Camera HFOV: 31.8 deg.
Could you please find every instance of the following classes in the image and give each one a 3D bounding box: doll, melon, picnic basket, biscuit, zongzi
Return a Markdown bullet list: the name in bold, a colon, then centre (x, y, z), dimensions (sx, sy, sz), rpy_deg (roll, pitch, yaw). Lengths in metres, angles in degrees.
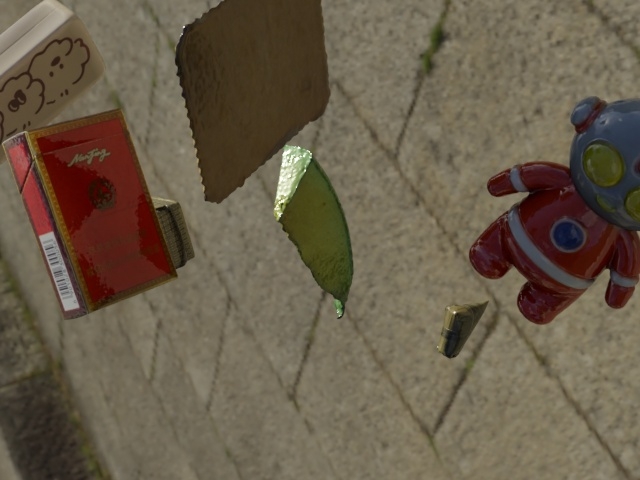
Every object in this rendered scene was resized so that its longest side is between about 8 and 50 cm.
- **doll**: centre (0.290, -0.038, 1.160), dimensions (0.200, 0.105, 0.336), rpy_deg (45, 133, 4)
- **melon**: centre (0.000, 0.001, 1.491), dimensions (0.053, 0.114, 0.262), rpy_deg (3, 131, 32)
- **picnic basket**: centre (-0.297, -0.010, 1.888), dimensions (0.164, 0.079, 0.115), rpy_deg (9, 122, 46)
- **biscuit**: centre (-0.066, -0.182, 1.234), dimensions (0.013, 0.232, 0.237), rpy_deg (26, 143, 29)
- **zongzi**: centre (0.202, 0.123, 1.580), dimensions (0.040, 0.083, 0.076), rpy_deg (28, 115, 36)

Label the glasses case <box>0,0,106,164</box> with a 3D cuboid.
- **glasses case**: centre (-0.484, -0.208, 1.691), dimensions (0.076, 0.336, 0.144), rpy_deg (37, 164, 29)

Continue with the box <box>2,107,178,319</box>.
- **box**: centre (-0.292, -0.036, 1.439), dimensions (0.074, 0.153, 0.240), rpy_deg (-12, 98, 50)
